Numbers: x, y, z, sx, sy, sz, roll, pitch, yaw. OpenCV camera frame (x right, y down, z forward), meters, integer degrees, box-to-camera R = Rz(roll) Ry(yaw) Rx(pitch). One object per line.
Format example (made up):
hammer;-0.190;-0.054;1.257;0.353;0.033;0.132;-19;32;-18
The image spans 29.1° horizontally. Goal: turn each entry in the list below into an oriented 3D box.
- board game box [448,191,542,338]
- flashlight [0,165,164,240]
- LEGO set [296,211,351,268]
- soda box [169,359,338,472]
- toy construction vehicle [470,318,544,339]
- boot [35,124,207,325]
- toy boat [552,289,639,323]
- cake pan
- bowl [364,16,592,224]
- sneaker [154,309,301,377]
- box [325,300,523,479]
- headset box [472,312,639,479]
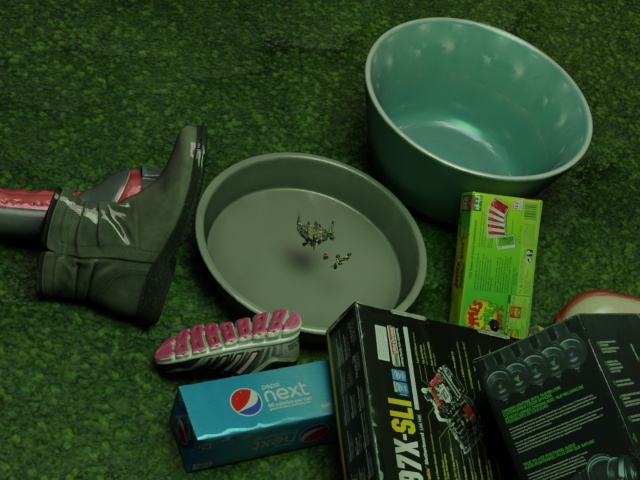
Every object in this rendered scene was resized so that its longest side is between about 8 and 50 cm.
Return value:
board game box;0.214;0.036;1.519;0.092;0.043;0.181;6;89;-13
flashlight;-0.321;-0.047;1.449;0.304;0.103;0.103;6;27;-13
LEGO set;-0.001;0.002;1.495;0.054;0.023;0.083;-17;70;-27
soda box;-0.052;0.188;1.349;0.210;0.067;0.071;-7;52;-25
toy construction vehicle;0.214;0.121;1.468;0.086;0.098;0.035;13;54;-26
boot;-0.227;-0.030;1.382;0.161;0.246;0.083;18;12;-8
toy boat;0.382;0.132;1.519;0.231;0.151;0.151;12;18;-8
cake pan;-0.015;0.012;1.529;0.293;0.054;0.293;10;47;-11
bowl;0.188;-0.140;1.660;0.311;0.163;0.311;10;47;-11
sneaker;-0.100;0.132;1.388;0.170;0.075;0.063;-12;25;-3
box;0.146;0.238;1.308;0.257;0.079;0.322;12;51;-26
headset box;0.304;0.209;1.283;0.246;0.131;0.283;4;62;-58
